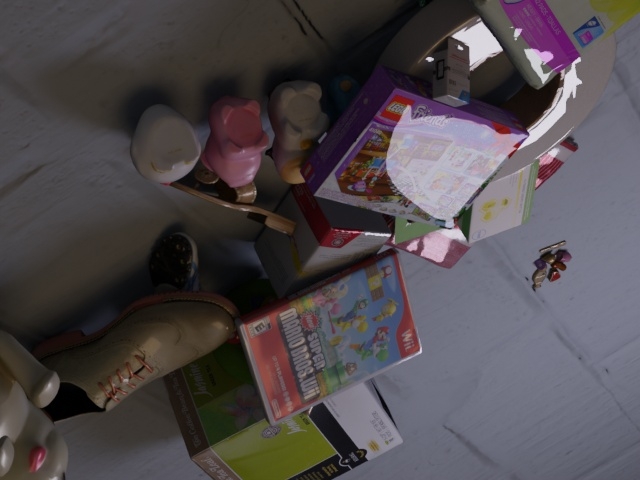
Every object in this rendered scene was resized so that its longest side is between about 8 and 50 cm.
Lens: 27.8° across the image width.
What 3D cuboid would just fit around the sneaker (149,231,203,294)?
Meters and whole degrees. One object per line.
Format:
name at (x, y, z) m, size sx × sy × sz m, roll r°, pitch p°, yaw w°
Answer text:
sneaker at (-0.223, 0.069, 2.074) m, size 0.086 × 0.085 × 0.237 m, roll -36°, pitch 151°, yaw -37°

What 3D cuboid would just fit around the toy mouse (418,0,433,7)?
toy mouse at (0.188, -0.350, 1.820) m, size 0.161 × 0.031 × 0.143 m, roll -8°, pitch 141°, yaw -24°

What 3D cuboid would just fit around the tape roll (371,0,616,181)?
tape roll at (0.255, -0.233, 1.921) m, size 0.392 × 0.072 × 0.392 m, roll -17°, pitch 144°, yaw -13°

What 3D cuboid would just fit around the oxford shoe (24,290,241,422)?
oxford shoe at (-0.300, 0.200, 2.034) m, size 0.397 × 0.147 × 0.140 m, roll -24°, pitch 125°, yaw 23°

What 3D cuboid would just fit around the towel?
towel at (0.265, -0.082, 2.212) m, size 0.329 × 0.037 × 0.237 m, roll -44°, pitch 142°, yaw 24°

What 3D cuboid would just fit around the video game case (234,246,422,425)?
video game case at (0.018, 0.153, 2.055) m, size 0.285 × 0.025 × 0.204 m, roll -24°, pitch 121°, yaw -16°

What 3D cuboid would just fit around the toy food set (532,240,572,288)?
toy food set at (0.453, 0.052, 2.515) m, size 0.077 × 0.019 × 0.122 m, roll -20°, pitch 145°, yaw -8°

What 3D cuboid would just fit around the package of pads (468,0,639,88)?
package of pads at (0.337, -0.365, 1.676) m, size 0.296 × 0.101 × 0.229 m, roll -38°, pitch 140°, yaw 9°

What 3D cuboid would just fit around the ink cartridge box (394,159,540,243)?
ink cartridge box at (0.242, -0.062, 2.146) m, size 0.235 × 0.056 × 0.171 m, roll -21°, pitch 146°, yaw -14°

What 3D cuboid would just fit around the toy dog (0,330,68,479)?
toy dog at (-0.547, 0.276, 1.864) m, size 0.395 × 0.285 × 0.408 m, roll -27°, pitch 123°, yaw 34°

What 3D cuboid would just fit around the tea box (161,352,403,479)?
tea box at (-0.069, 0.293, 2.324) m, size 0.323 × 0.220 × 0.329 m, roll -28°, pitch 145°, yaw 2°

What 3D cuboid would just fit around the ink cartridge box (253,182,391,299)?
ink cartridge box at (0.000, 0.000, 2.068) m, size 0.128 × 0.127 × 0.176 m, roll 4°, pitch 134°, yaw -39°

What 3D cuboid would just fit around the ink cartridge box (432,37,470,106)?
ink cartridge box at (0.179, -0.230, 1.768) m, size 0.048 × 0.083 × 0.028 m, roll 14°, pitch 163°, yaw -42°

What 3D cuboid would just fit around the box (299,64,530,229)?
box at (0.140, -0.127, 1.863) m, size 0.293 × 0.057 × 0.201 m, roll 13°, pitch 126°, yaw -42°

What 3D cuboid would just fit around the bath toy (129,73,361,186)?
bath toy at (-0.108, -0.144, 1.830) m, size 0.348 × 0.129 × 0.151 m, roll -11°, pitch 98°, yaw -23°

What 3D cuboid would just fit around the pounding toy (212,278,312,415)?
pounding toy at (-0.078, 0.151, 2.112) m, size 0.183 × 0.236 × 0.110 m, roll -57°, pitch 164°, yaw -13°

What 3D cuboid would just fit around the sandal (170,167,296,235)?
sandal at (-0.124, -0.082, 1.948) m, size 0.240 × 0.088 × 0.079 m, roll 23°, pitch 89°, yaw -38°
